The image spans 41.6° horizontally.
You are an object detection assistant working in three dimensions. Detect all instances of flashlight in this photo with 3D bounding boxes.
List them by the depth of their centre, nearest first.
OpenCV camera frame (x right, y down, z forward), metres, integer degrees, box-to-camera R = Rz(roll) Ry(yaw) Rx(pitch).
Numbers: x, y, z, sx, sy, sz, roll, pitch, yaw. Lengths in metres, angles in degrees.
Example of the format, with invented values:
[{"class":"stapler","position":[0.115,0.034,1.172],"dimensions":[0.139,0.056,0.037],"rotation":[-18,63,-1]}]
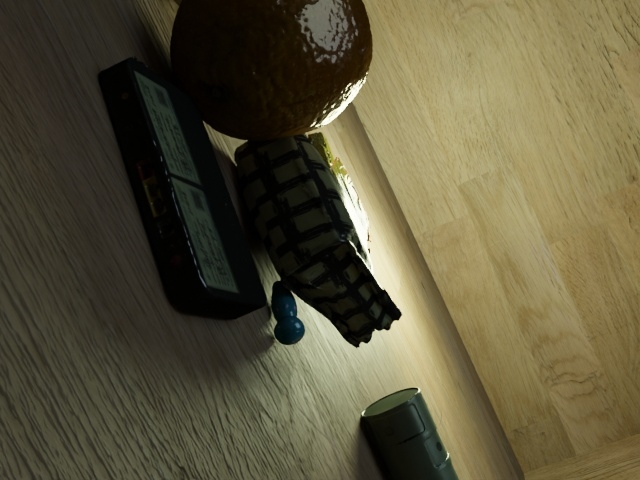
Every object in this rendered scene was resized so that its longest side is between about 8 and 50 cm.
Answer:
[{"class":"flashlight","position":[-0.057,0.114,1.369],"dimensions":[0.051,0.051,0.129],"rotation":[54,14,-43]}]

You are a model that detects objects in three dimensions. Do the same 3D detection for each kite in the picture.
[{"class":"kite","position":[0.059,-0.039,2.081],"dimensions":[0.327,0.013,0.377],"rotation":[27,53,-60]}]

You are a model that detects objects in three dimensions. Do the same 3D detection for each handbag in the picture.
[{"class":"handbag","position":[0.000,0.000,1.527],"dimensions":[0.327,0.163,0.325],"rotation":[56,8,-49]}]

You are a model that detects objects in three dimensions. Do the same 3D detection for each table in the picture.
[{"class":"table","position":[0.179,0.411,1.635],"dimensions":[0.219,0.126,0.126],"rotation":[65,13,-1]}]

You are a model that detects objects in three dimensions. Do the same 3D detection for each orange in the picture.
[{"class":"orange","position":[-0.082,-0.321,1.398],"dimensions":[0.322,0.322,0.357],"rotation":[61,38,-22]}]

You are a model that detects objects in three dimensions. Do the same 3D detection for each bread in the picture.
[{"class":"bread","position":[0.013,-0.193,2.209],"dimensions":[0.088,0.049,0.226],"rotation":[43,26,-60]}]

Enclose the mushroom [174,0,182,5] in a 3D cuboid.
[{"class":"mushroom","position":[-0.194,-0.467,1.530],"dimensions":[0.173,0.236,0.162],"rotation":[-45,123,-61]}]

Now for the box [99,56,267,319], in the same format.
[{"class":"box","position":[-0.184,-0.065,1.150],"dimensions":[0.350,0.058,0.211],"rotation":[70,15,15]}]
